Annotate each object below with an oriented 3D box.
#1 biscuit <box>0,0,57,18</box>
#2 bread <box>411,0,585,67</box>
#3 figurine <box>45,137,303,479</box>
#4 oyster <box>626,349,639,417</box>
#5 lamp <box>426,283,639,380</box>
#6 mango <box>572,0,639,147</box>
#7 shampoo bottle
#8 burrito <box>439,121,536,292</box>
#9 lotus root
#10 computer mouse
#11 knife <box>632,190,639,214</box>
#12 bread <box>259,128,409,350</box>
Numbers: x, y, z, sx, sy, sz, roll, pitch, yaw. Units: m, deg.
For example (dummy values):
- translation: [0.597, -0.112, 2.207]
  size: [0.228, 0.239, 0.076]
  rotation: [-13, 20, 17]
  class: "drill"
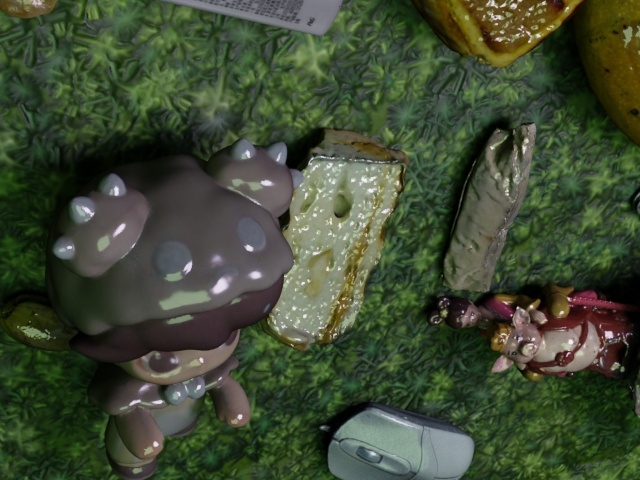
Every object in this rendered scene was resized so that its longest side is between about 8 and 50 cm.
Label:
- translation: [-0.268, -0.248, 0.889]
  size: [0.071, 0.018, 0.147]
  rotation: [-35, 127, 1]
  class: "biscuit"
- translation: [0.151, -0.280, 0.979]
  size: [0.181, 0.096, 0.222]
  rotation: [-38, 125, 10]
  class: "bread"
- translation: [-0.148, 0.071, 1.034]
  size: [0.248, 0.203, 0.380]
  rotation: [-17, 137, -29]
  class: "figurine"
- translation: [0.493, 0.147, 1.309]
  size: [0.351, 0.115, 0.238]
  rotation: [37, 77, -42]
  class: "oyster"
- translation: [0.256, 0.107, 1.261]
  size: [0.253, 0.118, 0.118]
  rotation: [10, 117, -27]
  class: "lamp"
- translation: [0.393, -0.167, 1.113]
  size: [0.329, 0.175, 0.176]
  rotation: [19, 69, -29]
  class: "mango"
- translation: [-0.089, -0.242, 0.939]
  size: [0.227, 0.056, 0.086]
  rotation: [7, 120, -25]
  class: "shampoo bottle"
- translation: [0.186, -0.033, 1.183]
  size: [0.058, 0.063, 0.229]
  rotation: [-39, 149, -47]
  class: "burrito"
- translation: [-0.271, 0.086, 1.075]
  size: [0.099, 0.054, 0.049]
  rotation: [17, 103, -29]
  class: "lotus root"
- translation: [0.102, 0.264, 1.325]
  size: [0.229, 0.068, 0.113]
  rotation: [16, 112, -29]
  class: "computer mouse"
- translation: [0.429, -0.014, 1.305]
  size: [0.162, 0.023, 0.044]
  rotation: [31, 110, -34]
  class: "knife"
- translation: [0.000, 0.000, 1.113]
  size: [0.128, 0.088, 0.232]
  rotation: [4, 113, -34]
  class: "bread"
